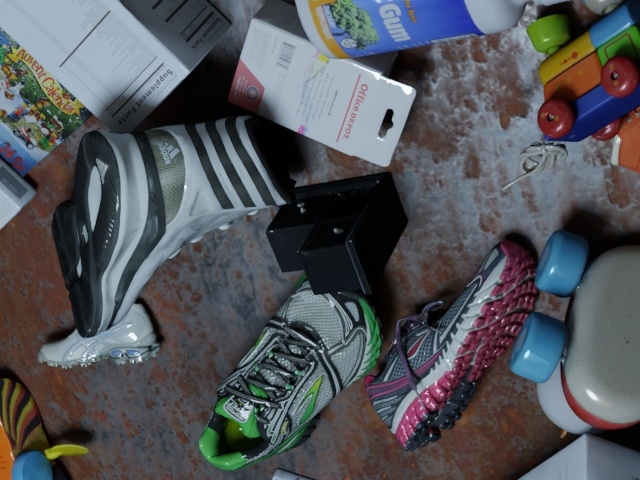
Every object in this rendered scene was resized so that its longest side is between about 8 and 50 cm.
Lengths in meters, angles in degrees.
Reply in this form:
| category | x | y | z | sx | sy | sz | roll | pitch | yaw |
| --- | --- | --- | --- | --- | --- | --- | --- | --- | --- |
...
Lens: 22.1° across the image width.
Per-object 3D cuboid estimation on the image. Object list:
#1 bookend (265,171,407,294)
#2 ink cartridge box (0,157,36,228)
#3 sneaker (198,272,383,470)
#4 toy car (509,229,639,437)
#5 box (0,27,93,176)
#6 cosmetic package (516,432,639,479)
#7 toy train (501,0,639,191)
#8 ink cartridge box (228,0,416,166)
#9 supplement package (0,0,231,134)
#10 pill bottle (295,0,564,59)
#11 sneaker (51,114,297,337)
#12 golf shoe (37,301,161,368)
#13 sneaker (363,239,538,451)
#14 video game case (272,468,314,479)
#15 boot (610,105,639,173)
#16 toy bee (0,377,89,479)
| category | x | y | z | sx | sy | sz | roll | pitch | yaw |
| --- | --- | --- | --- | --- | --- | --- | --- | --- | --- |
| bookend | 0.000 | 0.000 | 1.879 | 0.157 | 0.156 | 0.072 | -9 | 117 | 26 |
| ink cartridge box | -0.458 | -0.067 | 2.091 | 0.145 | 0.045 | 0.179 | 44 | 143 | -10 |
| sneaker | -0.039 | 0.170 | 1.980 | 0.134 | 0.146 | 0.343 | 41 | 131 | 16 |
| toy car | 0.316 | 0.135 | 1.859 | 0.219 | 0.210 | 0.238 | 21 | 154 | -3 |
| box | -0.384 | -0.208 | 1.960 | 0.233 | 0.044 | 0.159 | 46 | 125 | -11 |
| cosmetic package | 0.289 | 0.394 | 1.941 | 0.217 | 0.156 | 0.385 | 20 | 141 | -18 |
| toy train | 0.250 | -0.169 | 1.706 | 0.248 | 0.105 | 0.143 | -33 | 68 | 40 |
| ink cartridge box | 0.009 | -0.175 | 1.820 | 0.198 | 0.067 | 0.115 | 25 | 126 | 6 |
| supplement package | -0.246 | -0.258 | 1.821 | 0.244 | 0.134 | 0.139 | 44 | 125 | -9 |
| pill bottle | 0.121 | -0.277 | 1.661 | 0.272 | 0.152 | 0.152 | -7 | 118 | 25 |
| sneaker | -0.164 | -0.013 | 1.925 | 0.447 | 0.257 | 0.169 | 128 | 128 | -64 |
| golf shoe | -0.292 | 0.120 | 2.133 | 0.176 | 0.069 | 0.086 | -8 | 98 | 21 |
| sneaker | 0.146 | 0.115 | 1.928 | 0.112 | 0.121 | 0.299 | 48 | 122 | 26 |
| video game case | 0.011 | 0.414 | 2.217 | 0.183 | 0.023 | 0.201 | 16 | 125 | 10 |
| boot | 0.348 | -0.135 | 1.726 | 0.084 | 0.059 | 0.158 | 15 | 126 | 17 |
| toy bee | -0.410 | 0.331 | 2.265 | 0.195 | 0.162 | 0.298 | 11 | 99 | 24 |
